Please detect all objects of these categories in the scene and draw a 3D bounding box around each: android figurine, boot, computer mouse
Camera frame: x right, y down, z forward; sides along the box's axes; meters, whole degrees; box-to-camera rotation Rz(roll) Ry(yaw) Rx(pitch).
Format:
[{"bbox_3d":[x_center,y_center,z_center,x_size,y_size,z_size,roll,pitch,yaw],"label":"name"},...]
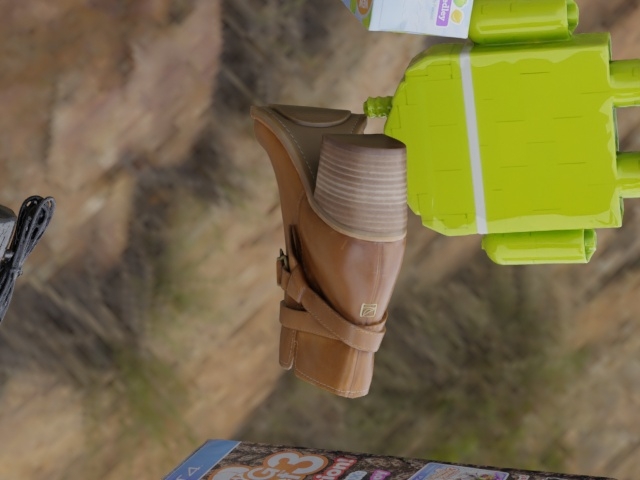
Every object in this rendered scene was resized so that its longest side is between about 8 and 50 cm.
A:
[{"bbox_3d":[0.172,-0.092,1.648,0.056,0.273,0.248,-59,143,-64],"label":"android figurine"},{"bbox_3d":[0.000,0.000,1.660,0.109,0.283,0.220,0,105,-25],"label":"boot"},{"bbox_3d":[-0.359,0.035,1.850,0.184,0.060,0.262,-64,170,11],"label":"computer mouse"}]

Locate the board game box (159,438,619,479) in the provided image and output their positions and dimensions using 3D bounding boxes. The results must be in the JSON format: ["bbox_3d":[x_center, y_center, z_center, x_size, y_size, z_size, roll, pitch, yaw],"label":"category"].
[{"bbox_3d":[0.035,0.266,1.167,0.141,0.291,0.232,-36,123,-56],"label":"board game box"}]

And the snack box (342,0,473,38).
[{"bbox_3d":[0.047,-0.237,1.186,0.070,0.207,0.174,3,112,-14],"label":"snack box"}]
